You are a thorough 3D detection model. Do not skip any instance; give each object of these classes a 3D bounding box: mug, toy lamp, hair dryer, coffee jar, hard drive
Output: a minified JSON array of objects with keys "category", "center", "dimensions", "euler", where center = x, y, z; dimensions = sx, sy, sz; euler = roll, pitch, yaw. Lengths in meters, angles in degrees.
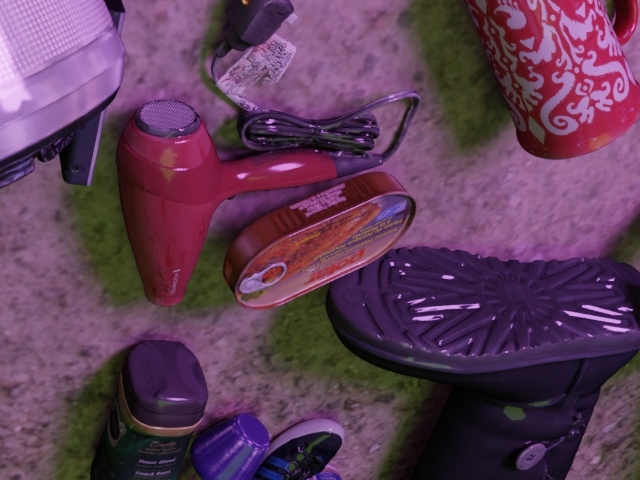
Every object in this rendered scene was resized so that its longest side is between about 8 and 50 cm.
[{"category":"mug","center":[0.191,-0.179,0.720],"dimensions":[0.113,0.150,0.169],"euler":[-8,135,35]},{"category":"toy lamp","center":[-0.158,0.296,0.958],"dimensions":[0.080,0.080,0.275],"euler":[29,112,-34]},{"category":"hair dryer","center":[-0.062,-0.051,0.725],"dimensions":[0.293,0.080,0.223],"euler":[-44,128,16]},{"category":"coffee jar","center":[-0.172,0.191,0.861],"dimensions":[0.079,0.096,0.184],"euler":[6,124,-27]},{"category":"hard drive","center":[-0.169,-0.121,0.622],"dimensions":[0.022,0.094,0.135],"euler":[4,124,-25]}]

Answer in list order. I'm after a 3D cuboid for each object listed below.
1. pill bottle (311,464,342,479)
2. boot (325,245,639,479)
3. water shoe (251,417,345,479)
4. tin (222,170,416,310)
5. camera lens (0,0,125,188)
[{"category":"pill bottle","center":[0.007,0.329,1.013],"dimensions":[0.067,0.120,0.067],"euler":[-10,129,-12]},{"category":"boot","center":[0.143,0.221,0.981],"dimensions":[0.367,0.146,0.445],"euler":[4,131,-15]},{"category":"water shoe","center":[-0.047,0.286,0.987],"dimensions":[0.203,0.080,0.073],"euler":[-38,129,11]},{"category":"tin","center":[0.000,0.000,0.780],"dimensions":[0.189,0.040,0.106],"euler":[-24,145,-20]},{"category":"camera lens","center":[-0.247,-0.156,0.454],"dimensions":[0.219,0.219,0.274],"euler":[-22,112,-2]}]
